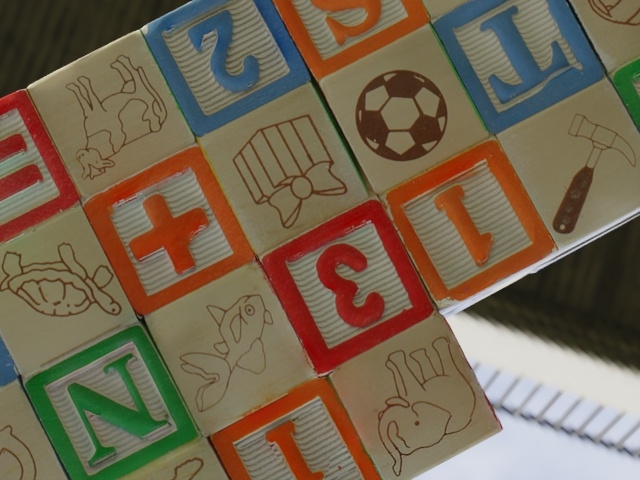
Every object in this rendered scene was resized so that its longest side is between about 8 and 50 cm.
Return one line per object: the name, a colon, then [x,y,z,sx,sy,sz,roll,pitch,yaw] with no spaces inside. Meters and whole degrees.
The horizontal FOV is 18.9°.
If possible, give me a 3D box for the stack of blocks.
stack of blocks: [0.000,0.000,0.651,0.297,0.087,0.171,-28,-96,-3]
